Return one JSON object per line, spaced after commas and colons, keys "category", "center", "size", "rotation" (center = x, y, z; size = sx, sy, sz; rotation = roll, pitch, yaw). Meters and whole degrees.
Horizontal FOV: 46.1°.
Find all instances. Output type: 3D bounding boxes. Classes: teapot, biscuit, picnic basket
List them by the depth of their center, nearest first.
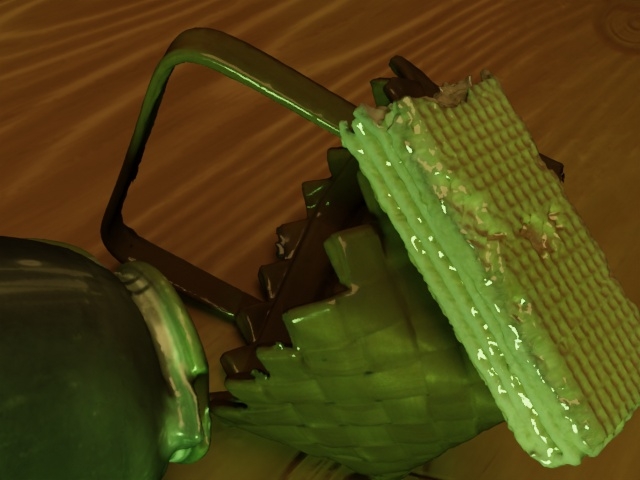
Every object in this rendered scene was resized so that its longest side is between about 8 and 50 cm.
{"category": "biscuit", "center": [0.112, 0.009, 0.453], "size": [0.108, 0.062, 0.238], "rotation": [-28, 86, -40]}
{"category": "teapot", "center": [-0.213, 0.107, 0.494], "size": [0.240, 0.322, 0.239], "rotation": [-13, 92, -34]}
{"category": "picnic basket", "center": [0.000, 0.000, 0.585], "size": [0.321, 0.254, 0.291], "rotation": [27, 50, -8]}
